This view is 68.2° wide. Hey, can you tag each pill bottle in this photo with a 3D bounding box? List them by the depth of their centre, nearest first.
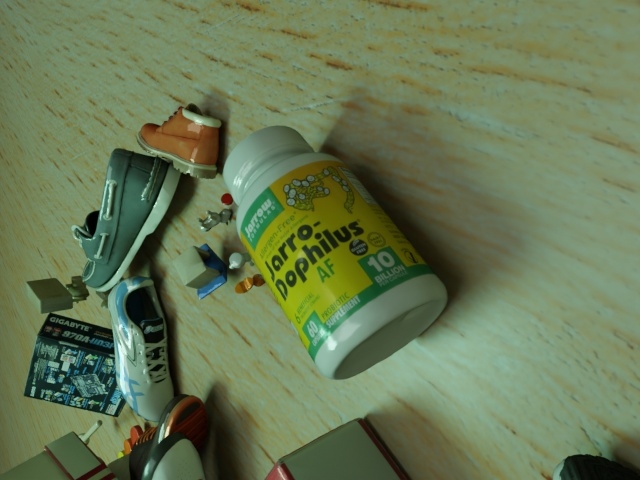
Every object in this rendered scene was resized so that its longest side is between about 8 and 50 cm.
[{"bbox_3d":[0.000,0.000,0.405,0.208,0.117,0.118,55,131,27],"label":"pill bottle"}]

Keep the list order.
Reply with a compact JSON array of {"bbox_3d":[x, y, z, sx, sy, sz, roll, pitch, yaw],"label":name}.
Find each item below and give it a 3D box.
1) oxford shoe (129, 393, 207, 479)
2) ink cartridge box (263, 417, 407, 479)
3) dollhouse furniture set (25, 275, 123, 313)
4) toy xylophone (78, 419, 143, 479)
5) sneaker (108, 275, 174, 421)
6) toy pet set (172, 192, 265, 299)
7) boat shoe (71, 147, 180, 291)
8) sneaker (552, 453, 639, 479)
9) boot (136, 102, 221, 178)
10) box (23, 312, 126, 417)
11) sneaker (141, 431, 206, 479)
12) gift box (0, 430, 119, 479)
[{"bbox_3d":[-0.245,0.317,0.712,0.098,0.097,0.272,33,120,20],"label":"oxford shoe"},{"bbox_3d":[0.003,0.342,0.453,0.197,0.114,0.273,49,127,30],"label":"ink cartridge box"},{"bbox_3d":[-0.433,0.141,0.863,0.144,0.151,0.123,17,108,46],"label":"dollhouse furniture set"},{"bbox_3d":[-0.381,0.458,0.901,0.322,0.081,0.236,-33,72,44],"label":"toy xylophone"},{"bbox_3d":[-0.279,0.173,0.755,0.086,0.085,0.237,-19,85,41],"label":"sneaker"},{"bbox_3d":[-0.117,0.025,0.594,0.114,0.065,0.122,-35,69,6],"label":"toy pet set"},{"bbox_3d":[-0.324,-0.027,0.735,0.319,0.099,0.116,-40,38,38],"label":"boat shoe"},{"bbox_3d":[0.201,0.220,0.250,0.211,0.080,0.081,54,127,29],"label":"sneaker"},{"bbox_3d":[-0.188,-0.146,0.635,0.157,0.059,0.085,26,111,33],"label":"boot"},{"bbox_3d":[-0.419,0.231,0.845,0.220,0.175,0.051,-54,24,37],"label":"box"},{"bbox_3d":[-0.148,0.386,0.619,0.144,0.090,0.270,14,112,28],"label":"sneaker"},{"bbox_3d":[-0.392,0.475,0.683,0.255,0.258,0.277,31,121,27],"label":"gift box"}]
